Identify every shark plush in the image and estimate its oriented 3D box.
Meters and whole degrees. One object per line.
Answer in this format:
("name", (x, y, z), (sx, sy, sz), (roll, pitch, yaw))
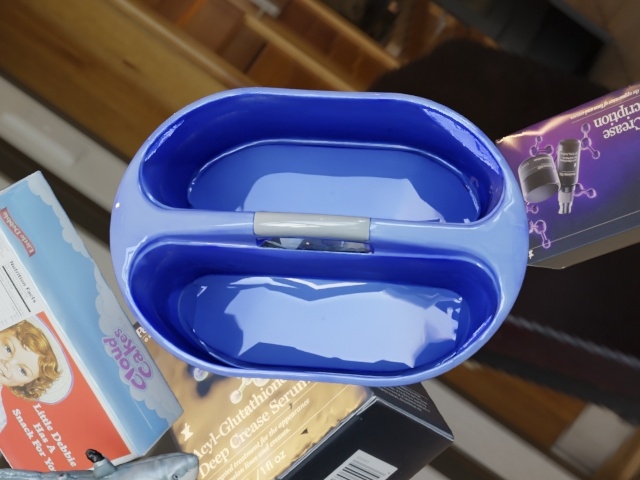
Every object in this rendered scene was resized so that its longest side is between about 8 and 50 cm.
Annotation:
("shark plush", (-0.183, 0.195, 1.155), (0.073, 0.161, 0.067), (-70, -10, -54))

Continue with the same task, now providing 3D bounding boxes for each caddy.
("caddy", (0.000, 0.000, 1.155), (0.179, 0.341, 0.241), (62, -149, -80))

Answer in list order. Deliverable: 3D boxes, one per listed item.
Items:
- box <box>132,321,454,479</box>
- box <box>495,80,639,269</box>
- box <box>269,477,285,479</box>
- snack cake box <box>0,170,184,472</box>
("box", (-0.052, 0.202, 1.963), (0.293, 0.212, 0.395), (-43, 48, 13))
("box", (0.380, -0.087, 1.814), (0.261, 0.184, 0.103), (-22, -15, 35))
("box", (-0.006, 0.259, 0.778), (0.247, 0.142, 0.163), (117, 165, -58))
("snack cake box", (-0.262, 0.088, 1.270), (0.152, 0.264, 0.089), (-24, 11, 30))
